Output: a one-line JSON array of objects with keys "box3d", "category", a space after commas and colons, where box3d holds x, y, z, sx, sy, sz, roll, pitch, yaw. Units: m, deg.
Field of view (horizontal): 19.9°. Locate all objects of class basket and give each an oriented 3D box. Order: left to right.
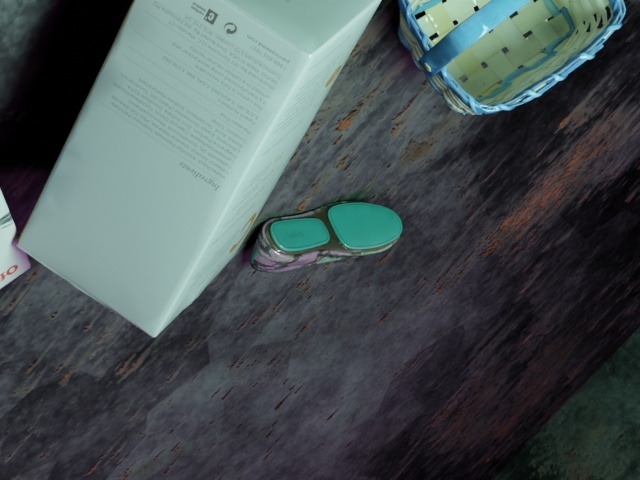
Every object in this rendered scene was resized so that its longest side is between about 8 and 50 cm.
[{"box3d": [0.206, -0.257, 1.975, 0.255, 0.201, 0.289, -36, -176, -15], "category": "basket"}]

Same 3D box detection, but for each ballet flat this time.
[{"box3d": [0.000, 0.000, 2.274, 0.221, 0.077, 0.079, -11, 158, -40], "category": "ballet flat"}]

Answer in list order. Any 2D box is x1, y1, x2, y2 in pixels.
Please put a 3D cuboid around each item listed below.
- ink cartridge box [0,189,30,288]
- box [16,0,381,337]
[{"box3d": [-0.371, -0.010, 1.718, 0.148, 0.086, 0.203, -36, 153, -15], "category": "ink cartridge box"}, {"box3d": [-0.115, -0.116, 1.741, 0.345, 0.168, 0.215, -59, 175, 30], "category": "box"}]
